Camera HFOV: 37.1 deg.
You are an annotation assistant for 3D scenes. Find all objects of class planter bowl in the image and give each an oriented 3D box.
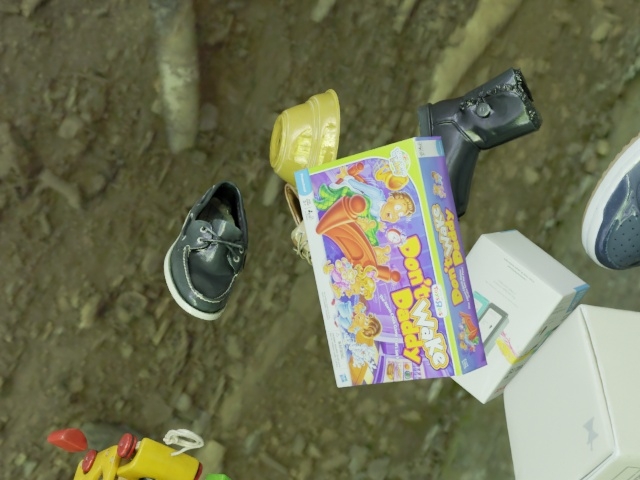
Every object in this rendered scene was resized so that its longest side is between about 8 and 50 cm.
[{"bbox_3d":[-0.039,-0.175,1.740,0.217,0.090,0.217,-172,-90,-75],"label":"planter bowl"}]

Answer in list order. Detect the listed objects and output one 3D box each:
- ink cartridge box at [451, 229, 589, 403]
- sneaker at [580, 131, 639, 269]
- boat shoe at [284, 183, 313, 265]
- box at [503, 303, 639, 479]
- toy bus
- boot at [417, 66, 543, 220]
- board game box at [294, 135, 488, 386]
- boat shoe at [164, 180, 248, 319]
[{"bbox_3d":[0.356,0.146,1.894,0.198,0.197,0.270,-7,133,-59],"label":"ink cartridge box"},{"bbox_3d":[0.331,-0.046,0.710,0.099,0.153,0.282,32,115,-33],"label":"sneaker"},{"bbox_3d":[0.000,0.000,1.924,0.119,0.324,0.123,-5,139,-15],"label":"boat shoe"},{"bbox_3d":[0.313,0.151,0.723,0.148,0.311,0.121,117,-22,-50],"label":"box"},{"bbox_3d":[-0.213,0.293,1.084,0.202,0.190,0.104,73,24,-55],"label":"toy bus"},{"bbox_3d":[0.287,-0.171,1.672,0.094,0.207,0.247,35,43,-53],"label":"boot"},{"bbox_3d":[0.103,0.037,1.450,0.078,0.233,0.347,-9,87,-51],"label":"board game box"},{"bbox_3d":[-0.181,0.002,1.656,0.113,0.127,0.340,-53,-166,26],"label":"boat shoe"}]
